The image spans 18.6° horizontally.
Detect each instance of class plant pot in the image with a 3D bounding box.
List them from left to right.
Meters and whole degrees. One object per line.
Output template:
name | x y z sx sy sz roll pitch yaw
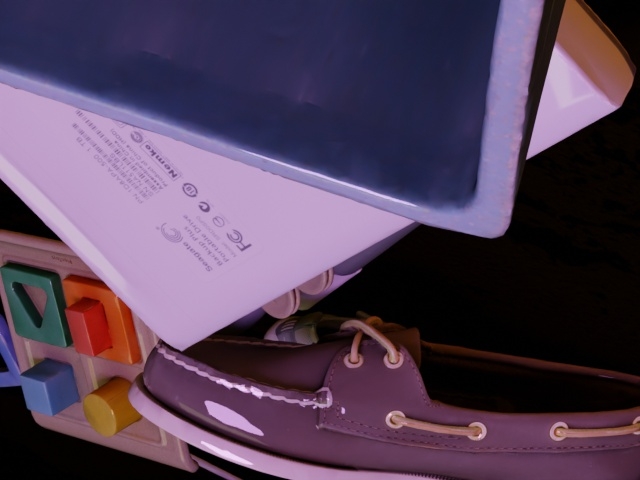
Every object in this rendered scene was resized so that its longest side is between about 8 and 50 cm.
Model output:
plant pot | -0.019 -0.193 0.544 0.248 0.252 0.247 18 156 9

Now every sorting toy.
sorting toy | -0.186 0.088 1.495 0.348 0.047 0.196 10 124 41

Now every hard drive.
hard drive | -0.038 -0.080 0.921 0.210 0.040 0.319 46 135 -14

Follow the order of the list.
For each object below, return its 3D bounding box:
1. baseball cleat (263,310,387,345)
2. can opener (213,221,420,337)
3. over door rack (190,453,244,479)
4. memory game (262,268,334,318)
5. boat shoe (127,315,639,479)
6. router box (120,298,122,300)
baseball cleat | 0.053 0.120 1.356 0.206 0.072 0.109 35 150 -24
can opener | 0.000 0.000 1.154 0.074 0.093 0.280 34 152 -9
over door rack | -0.070 0.199 1.611 0.239 0.108 0.324 3 146 44
memory game | -0.054 -0.041 1.109 0.186 0.012 0.186 28 133 35
boat shoe | 0.050 0.098 1.184 0.324 0.096 0.116 14 -161 -7
router box | -0.065 -0.050 1.044 0.179 0.046 0.133 -17 106 41
